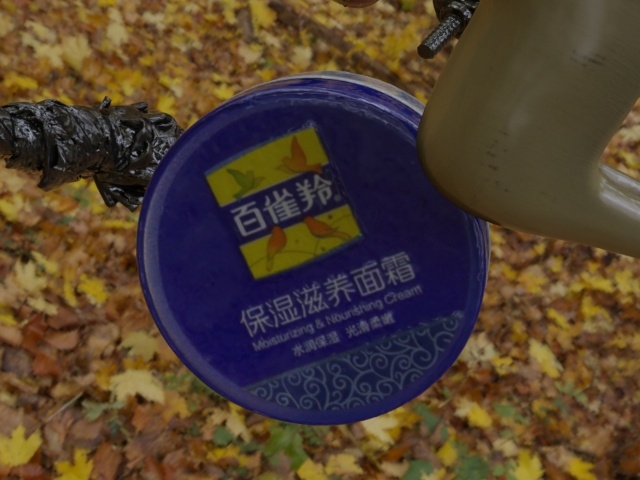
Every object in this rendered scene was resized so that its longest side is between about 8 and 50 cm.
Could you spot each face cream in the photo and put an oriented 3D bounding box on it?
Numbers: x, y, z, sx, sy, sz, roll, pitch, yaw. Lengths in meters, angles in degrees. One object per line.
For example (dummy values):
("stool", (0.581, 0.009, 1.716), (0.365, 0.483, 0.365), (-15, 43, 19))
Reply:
("face cream", (0.000, 0.000, 0.586), (0.206, 0.206, 0.111), (38, 18, -4))

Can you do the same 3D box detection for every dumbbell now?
("dumbbell", (0.175, -0.260, 0.932), (0.081, 0.081, 0.254), (42, 67, 0))

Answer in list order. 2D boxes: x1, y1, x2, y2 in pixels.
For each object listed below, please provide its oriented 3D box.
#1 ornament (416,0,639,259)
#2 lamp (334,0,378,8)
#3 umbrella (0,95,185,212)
("ornament", (0.116, -0.109, 0.407), (0.245, 0.230, 0.061), (14, 28, -17))
("lamp", (0.035, -0.450, 1.501), (0.182, 0.140, 0.182), (27, 6, -3))
("umbrella", (-0.262, -0.097, 1.081), (0.154, 0.128, 0.337), (24, 13, 14))
